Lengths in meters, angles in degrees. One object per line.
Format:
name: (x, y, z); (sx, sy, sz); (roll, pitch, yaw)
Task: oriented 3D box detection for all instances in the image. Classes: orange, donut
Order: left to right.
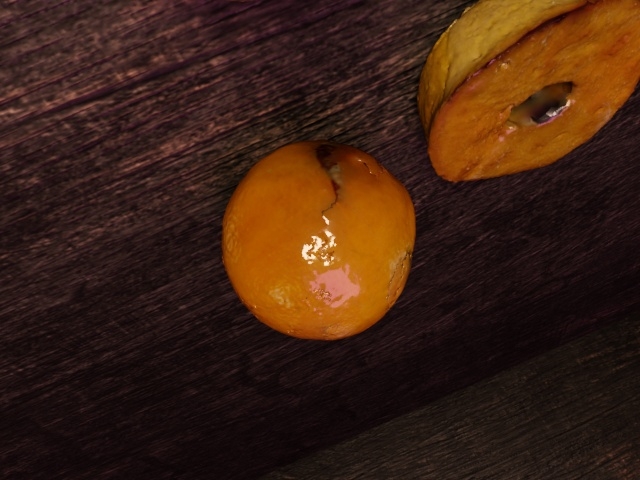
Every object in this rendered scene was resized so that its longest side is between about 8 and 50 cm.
orange: (0.000, 0.000, 0.725); (0.246, 0.246, 0.246); (-16, 147, -11)
donut: (0.251, -0.197, 0.729); (0.302, 0.110, 0.303); (-18, 149, -11)
